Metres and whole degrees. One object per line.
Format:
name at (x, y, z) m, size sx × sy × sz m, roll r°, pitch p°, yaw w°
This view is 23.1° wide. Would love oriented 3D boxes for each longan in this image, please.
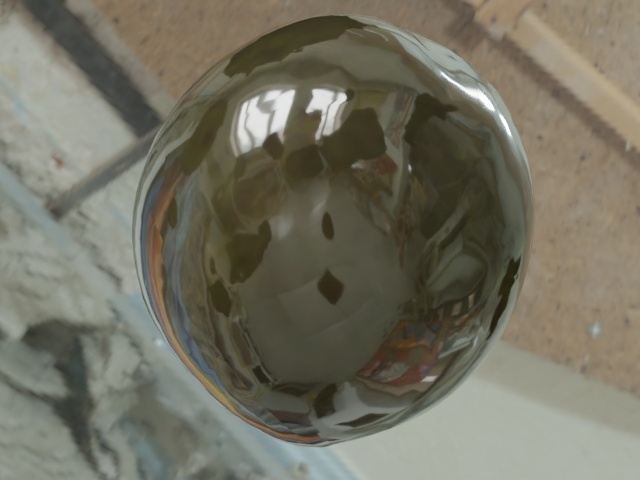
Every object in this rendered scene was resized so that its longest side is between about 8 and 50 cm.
longan at (0.000, 0.000, 0.853) m, size 0.248 × 0.248 × 0.248 m, roll 8°, pitch -55°, yaw 12°
